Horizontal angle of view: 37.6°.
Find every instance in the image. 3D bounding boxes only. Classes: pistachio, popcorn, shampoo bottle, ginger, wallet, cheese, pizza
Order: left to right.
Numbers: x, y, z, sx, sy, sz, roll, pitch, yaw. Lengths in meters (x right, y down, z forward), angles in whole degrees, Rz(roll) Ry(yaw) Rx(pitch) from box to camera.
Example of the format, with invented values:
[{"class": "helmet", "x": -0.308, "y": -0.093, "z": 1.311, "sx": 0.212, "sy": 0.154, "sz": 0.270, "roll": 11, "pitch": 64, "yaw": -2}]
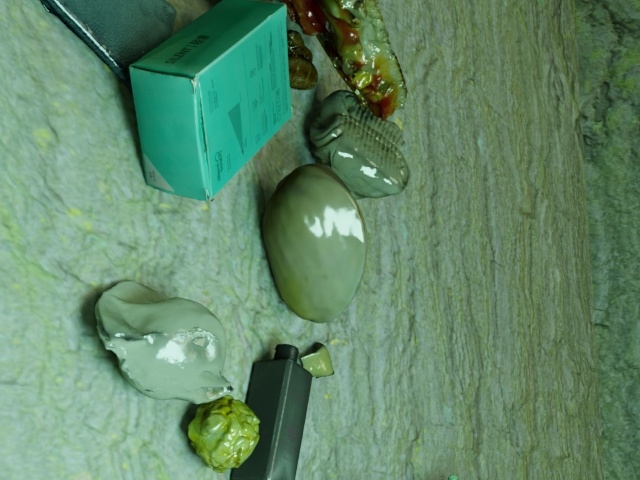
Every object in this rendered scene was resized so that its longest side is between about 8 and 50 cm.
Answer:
[{"class": "wallet", "x": -0.339, "y": -0.380, "z": 1.308, "sx": 0.379, "sy": 0.046, "sz": 0.191, "roll": 48, "pitch": 44, "yaw": -42}, {"class": "popcorn", "x": -0.147, "y": 0.290, "z": 1.404, "sx": 0.116, "sy": 0.121, "sz": 0.106, "roll": 6, "pitch": 116, "yaw": -34}, {"class": "shampoo bottle", "x": -0.074, "y": 0.288, "z": 1.535, "sx": 0.080, "sy": 0.079, "sz": 0.246, "roll": 44, "pitch": 47, "yaw": -46}, {"class": "ginger", "x": -0.059, "y": -0.339, "z": 1.729, "sx": 0.162, "sy": 0.073, "sz": 0.103, "roll": 6, "pitch": 76, "yaw": -57}, {"class": "cheese", "x": -0.003, "y": 0.222, "z": 1.704, "sx": 0.084, "sy": 0.041, "sz": 0.060, "roll": -24, "pitch": 105, "yaw": -59}, {"class": "pistachio", "x": 0.000, "y": 0.000, "z": 1.620, "sx": 0.166, "sy": 0.197, "sz": 0.288, "roll": -46, "pitch": 132, "yaw": -49}, {"class": "pizza", "x": 0.014, "y": -0.413, "z": 1.654, "sx": 0.440, "sy": 0.130, "sz": 0.406, "roll": 58, "pitch": -1, "yaw": -2}]

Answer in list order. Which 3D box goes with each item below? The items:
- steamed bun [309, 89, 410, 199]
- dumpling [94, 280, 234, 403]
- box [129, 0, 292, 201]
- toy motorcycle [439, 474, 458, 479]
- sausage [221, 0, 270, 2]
[{"class": "steamed bun", "x": 0.065, "y": -0.166, "z": 1.829, "sx": 0.218, "sy": 0.144, "sz": 0.211, "roll": 33, "pitch": 37, "yaw": -15}, {"class": "dumpling", "x": -0.216, "y": 0.133, "z": 1.325, "sx": 0.247, "sy": 0.142, "sz": 0.172, "roll": 39, "pitch": 15, "yaw": -40}, {"class": "box", "x": -0.157, "y": -0.226, "z": 1.443, "sx": 0.311, "sy": 0.118, "sz": 0.205, "roll": -55, "pitch": 148, "yaw": -49}, {"class": "toy motorcycle", "x": 0.299, "y": 0.656, "z": 1.938, "sx": 0.125, "sy": 0.196, "sz": 0.331, "roll": -19, "pitch": 100, "yaw": -58}, {"class": "sausage", "x": -0.127, "y": -0.507, "z": 1.595, "sx": 0.148, "sy": 0.148, "sz": 0.254, "roll": 10, "pitch": 79, "yaw": -57}]
